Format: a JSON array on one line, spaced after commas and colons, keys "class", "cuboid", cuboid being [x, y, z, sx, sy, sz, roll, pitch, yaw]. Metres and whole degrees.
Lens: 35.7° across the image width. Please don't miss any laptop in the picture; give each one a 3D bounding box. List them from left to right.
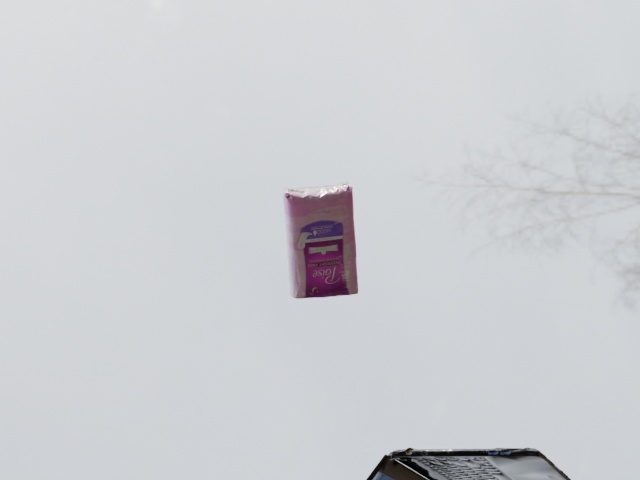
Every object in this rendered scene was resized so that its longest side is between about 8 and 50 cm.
[{"class": "laptop", "cuboid": [0.152, 0.331, 1.145, 0.234, 0.264, 0.137, 43, -133, -55]}]

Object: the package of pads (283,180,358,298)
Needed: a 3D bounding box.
[{"class": "package of pads", "cuboid": [0.000, 0.000, 0.720, 0.050, 0.032, 0.083, -5, -70, -5]}]
